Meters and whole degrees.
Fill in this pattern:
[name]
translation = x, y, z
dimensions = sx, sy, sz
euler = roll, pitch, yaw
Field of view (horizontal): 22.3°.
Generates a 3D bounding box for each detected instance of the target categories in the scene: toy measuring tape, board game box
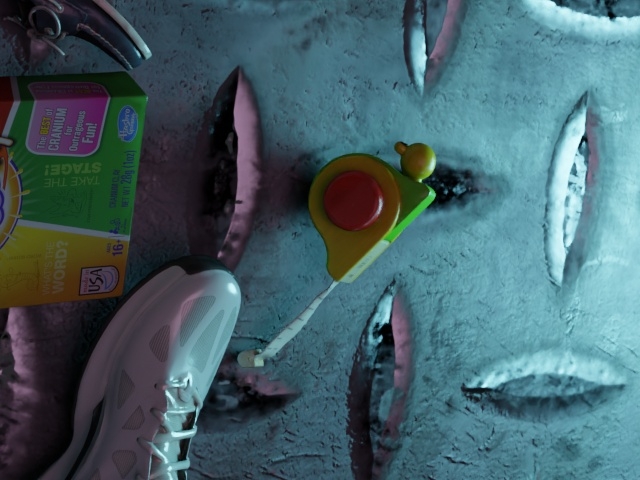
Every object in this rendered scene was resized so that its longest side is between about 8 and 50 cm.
[toy measuring tape]
translation = 0.000, 0.000, 1.875
dimensions = 0.330, 0.121, 0.121
euler = -45, 120, 7
[board game box]
translation = -0.345, -0.045, 1.642
dimensions = 0.317, 0.064, 0.242
euler = -6, 121, -28

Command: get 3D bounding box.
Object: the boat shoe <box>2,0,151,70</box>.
[boat shoe]
translation = -0.284, -0.246, 1.647
dimensions = 0.254, 0.095, 0.079
euler = 39, 80, -29

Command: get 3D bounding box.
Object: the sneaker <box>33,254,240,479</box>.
[sneaker]
translation = -0.157, 0.251, 1.722
dimensions = 0.169, 0.257, 0.447
euler = 28, 90, -50
